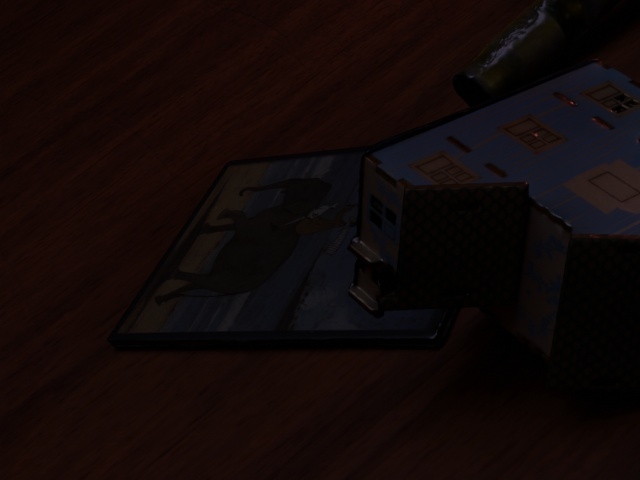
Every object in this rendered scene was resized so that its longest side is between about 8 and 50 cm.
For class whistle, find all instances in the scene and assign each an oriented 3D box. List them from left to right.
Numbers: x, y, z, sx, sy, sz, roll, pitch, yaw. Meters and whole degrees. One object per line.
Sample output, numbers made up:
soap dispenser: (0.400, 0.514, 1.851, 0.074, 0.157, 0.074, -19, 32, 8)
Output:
whistle: (0.254, -0.238, 1.321, 0.326, 0.057, 0.068, -43, 21, -10)

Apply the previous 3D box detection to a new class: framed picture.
framed picture: (0.000, 0.000, 1.263, 0.347, 0.016, 0.265, -2, 41, 34)

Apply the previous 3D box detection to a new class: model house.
model house: (0.174, 0.008, 0.975, 0.271, 0.178, 0.206, -21, 41, -32)
